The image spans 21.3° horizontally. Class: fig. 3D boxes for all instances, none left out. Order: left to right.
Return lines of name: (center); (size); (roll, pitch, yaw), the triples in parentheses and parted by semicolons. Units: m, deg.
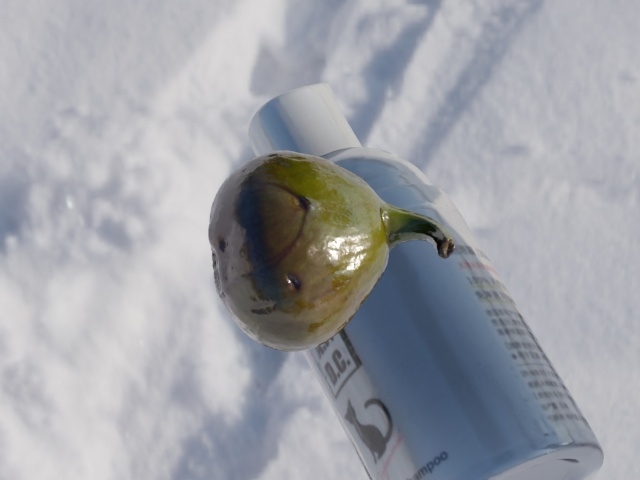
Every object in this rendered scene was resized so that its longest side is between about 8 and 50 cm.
fig: (0.000, 0.000, 0.732); (0.098, 0.082, 0.084); (-13, 17, -14)

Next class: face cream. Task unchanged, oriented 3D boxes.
face cream: (0.040, 0.029, 1.167); (0.145, 0.145, 0.370); (-24, 61, -12)
